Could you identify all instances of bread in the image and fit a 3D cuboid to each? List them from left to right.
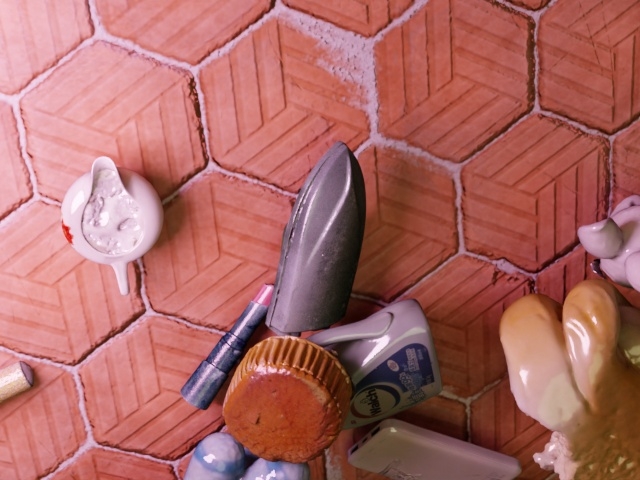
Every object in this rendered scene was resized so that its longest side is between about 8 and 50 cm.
[{"bbox_3d":[-0.051,0.246,1.549,0.199,0.104,0.199,7,120,13],"label":"bread"},{"bbox_3d":[0.458,0.244,1.611,0.245,0.329,0.424,-25,125,35],"label":"bread"}]

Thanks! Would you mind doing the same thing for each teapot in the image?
[{"bbox_3d":[-0.297,-0.028,1.481,0.145,0.092,0.226,-10,116,-5],"label":"teapot"}]

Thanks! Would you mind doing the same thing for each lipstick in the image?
[{"bbox_3d":[-0.135,0.162,1.622,0.053,0.053,0.234,32,102,-23],"label":"lipstick"}]

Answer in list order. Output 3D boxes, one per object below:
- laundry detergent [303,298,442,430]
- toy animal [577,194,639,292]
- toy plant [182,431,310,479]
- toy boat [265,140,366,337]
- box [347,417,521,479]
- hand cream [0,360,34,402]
[{"bbox_3d":[0.044,0.211,1.641,0.280,0.105,0.215,-17,134,-2],"label":"laundry detergent"},{"bbox_3d":[0.532,0.020,1.607,0.325,0.208,0.154,-18,145,-49],"label":"toy animal"},{"bbox_3d":[-0.161,0.438,1.631,0.332,0.247,0.247,-30,116,6],"label":"toy plant"},{"bbox_3d":[0.000,0.000,1.544,0.141,0.092,0.320,-11,125,-42],"label":"toy boat"},{"bbox_3d":[0.196,0.381,1.768,0.285,0.044,0.142,22,135,-22],"label":"box"},{"bbox_3d":[-0.533,0.240,1.563,0.203,0.084,0.084,-27,116,-8],"label":"hand cream"}]
